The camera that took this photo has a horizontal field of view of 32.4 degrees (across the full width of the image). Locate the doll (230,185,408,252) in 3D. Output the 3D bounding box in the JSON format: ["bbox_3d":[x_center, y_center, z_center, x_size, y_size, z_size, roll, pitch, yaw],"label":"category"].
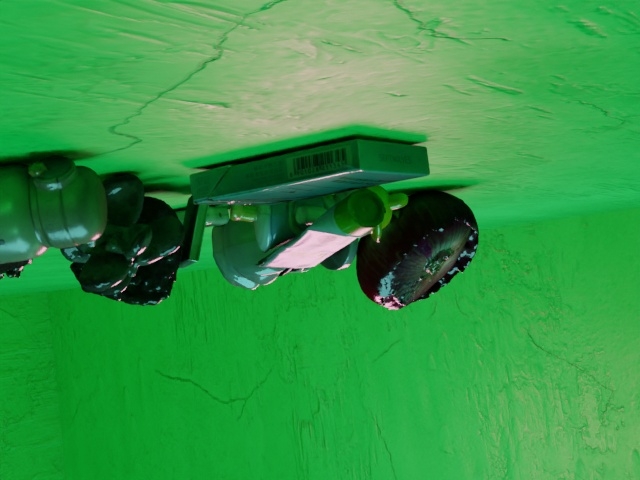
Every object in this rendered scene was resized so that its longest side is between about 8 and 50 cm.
[{"bbox_3d":[-0.001,-0.037,1.498,0.241,0.099,0.135,-7,149,-7],"label":"doll"}]

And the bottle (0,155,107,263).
[{"bbox_3d":[-0.315,-0.030,1.072,0.209,0.097,0.110,-8,134,3],"label":"bottle"}]

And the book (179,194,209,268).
[{"bbox_3d":[-0.168,-0.018,1.461,0.017,0.103,0.135,12,172,-13],"label":"book"}]

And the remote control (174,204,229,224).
[{"bbox_3d":[-0.204,-0.033,1.709,0.122,0.032,0.074,-8,177,27],"label":"remote control"}]

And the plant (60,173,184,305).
[{"bbox_3d":[-0.238,0.007,1.339,0.149,0.146,0.274,-3,176,-4],"label":"plant"}]

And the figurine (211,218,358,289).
[{"bbox_3d":[-0.057,0.003,1.798,0.236,0.133,0.176,-7,169,-35],"label":"figurine"}]

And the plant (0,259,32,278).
[{"bbox_3d":[-0.408,0.001,1.420,0.092,0.094,0.143,-17,178,-32],"label":"plant"}]

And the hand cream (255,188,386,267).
[{"bbox_3d":[0.000,-0.001,1.407,0.079,0.050,0.275,27,155,-14],"label":"hand cream"}]

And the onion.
[{"bbox_3d":[0.158,0.013,1.900,0.161,0.248,0.248,29,-161,35],"label":"onion"}]

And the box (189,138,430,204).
[{"bbox_3d":[-0.013,-0.076,1.270,0.229,0.041,0.162,-9,176,33],"label":"box"}]
